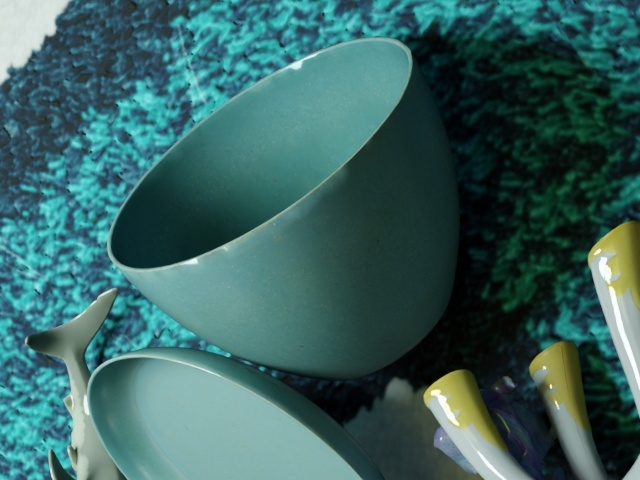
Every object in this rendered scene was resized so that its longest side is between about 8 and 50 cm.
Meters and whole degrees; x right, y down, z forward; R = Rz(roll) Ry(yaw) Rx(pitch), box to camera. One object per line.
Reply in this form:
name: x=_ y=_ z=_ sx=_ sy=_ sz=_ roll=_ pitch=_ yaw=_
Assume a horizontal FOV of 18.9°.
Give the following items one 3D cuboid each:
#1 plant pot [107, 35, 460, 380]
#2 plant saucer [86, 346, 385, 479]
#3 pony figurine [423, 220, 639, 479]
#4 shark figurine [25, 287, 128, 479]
plant pot: x=0.000 y=0.000 z=1.567 sx=0.290 sy=0.290 sz=0.195 roll=-20 pitch=117 yaw=31
plant saucer: x=-0.055 y=0.195 z=1.630 sx=0.317 sy=0.044 sz=0.318 roll=25 pitch=146 yaw=18
pony figurine: x=0.229 y=0.224 z=1.440 sx=0.351 sy=0.303 sz=0.363 roll=-42 pitch=56 yaw=18
shark figurine: x=-0.188 y=0.200 z=1.795 sx=0.116 sy=0.166 sz=0.278 roll=-11 pitch=68 yaw=7
